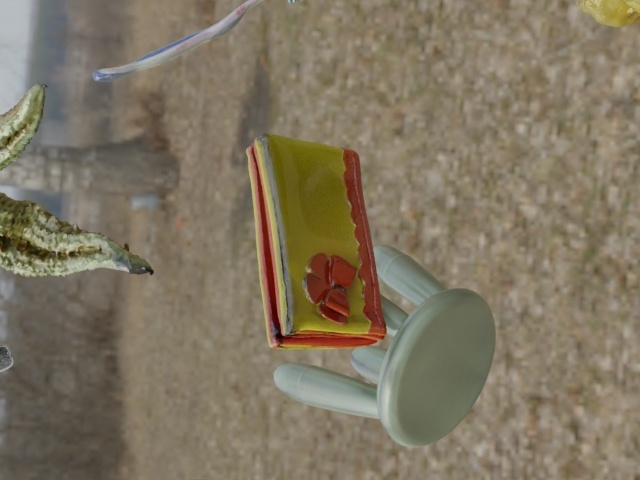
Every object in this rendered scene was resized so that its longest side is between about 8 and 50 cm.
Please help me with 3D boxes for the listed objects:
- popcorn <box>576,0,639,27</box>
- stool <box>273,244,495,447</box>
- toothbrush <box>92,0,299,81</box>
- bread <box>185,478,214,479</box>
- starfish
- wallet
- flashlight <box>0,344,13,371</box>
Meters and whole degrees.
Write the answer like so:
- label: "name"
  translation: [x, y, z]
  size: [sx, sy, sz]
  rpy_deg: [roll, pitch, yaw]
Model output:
- label: "popcorn"
  translation: [0.377, -0.359, 1.491]
  size: [0.190, 0.191, 0.253]
  rpy_deg: [45, 146, 41]
- label: "stool"
  translation: [0.076, 0.124, 1.568]
  size: [0.198, 0.195, 0.195]
  rpy_deg: [21, 111, 39]
- label: "toothbrush"
  translation: [-0.117, -0.225, 1.398]
  size: [0.027, 0.269, 0.021]
  rpy_deg: [63, 172, 13]
- label: "bread"
  translation: [-0.080, 0.316, 1.119]
  size: [0.156, 0.158, 0.261]
  rpy_deg: [130, 138, -54]
- label: "starfish"
  translation: [-0.331, -0.036, 1.040]
  size: [0.358, 0.347, 0.078]
  rpy_deg: [53, -156, -26]
- label: "wallet"
  translation: [0.000, 0.000, 1.453]
  size: [0.067, 0.141, 0.241]
  rpy_deg: [-38, 54, 51]
- label: "flashlight"
  translation: [-0.246, 0.087, 0.968]
  size: [0.083, 0.018, 0.018]
  rpy_deg: [-8, 104, 62]
